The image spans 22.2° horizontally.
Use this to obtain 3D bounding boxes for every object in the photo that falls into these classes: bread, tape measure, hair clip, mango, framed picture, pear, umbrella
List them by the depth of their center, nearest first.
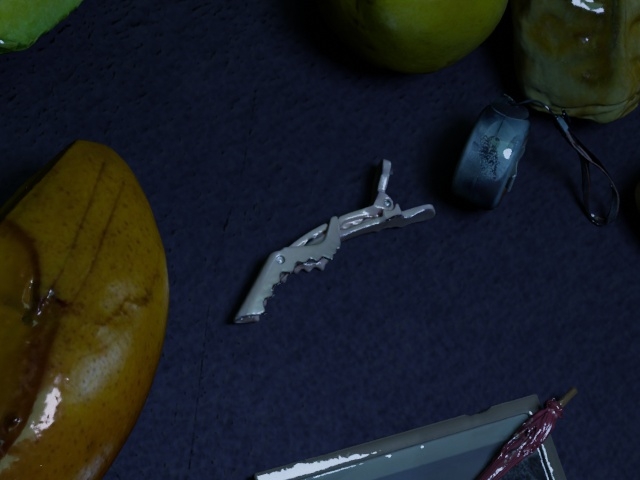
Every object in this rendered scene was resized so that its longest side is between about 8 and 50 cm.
[{"bbox_3d":[-0.231,0.072,1.310,0.199,0.201,0.350,52,46,-41],"label":"mango"},{"bbox_3d":[0.101,0.271,1.437,0.289,0.016,0.213,-13,77,-23],"label":"framed picture"},{"bbox_3d":[0.179,0.186,1.472,0.165,0.025,0.027,-42,106,-24],"label":"umbrella"},{"bbox_3d":[0.000,0.000,1.484,0.226,0.034,0.072,-31,81,-24],"label":"hair clip"},{"bbox_3d":[0.086,-0.250,1.517,0.200,0.200,0.200,6,71,-17],"label":"pear"},{"bbox_3d":[0.210,-0.054,1.535,0.180,0.104,0.107,30,62,-7],"label":"tape measure"},{"bbox_3d":[0.253,-0.241,1.558,0.152,0.130,0.268,-6,110,-4],"label":"bread"}]

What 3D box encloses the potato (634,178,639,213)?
[{"bbox_3d":[0.389,-0.018,1.585,0.178,0.109,0.118,41,42,-8],"label":"potato"}]

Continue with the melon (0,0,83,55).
[{"bbox_3d":[-0.266,-0.370,1.425,0.331,0.226,0.343,42,49,11],"label":"melon"}]
